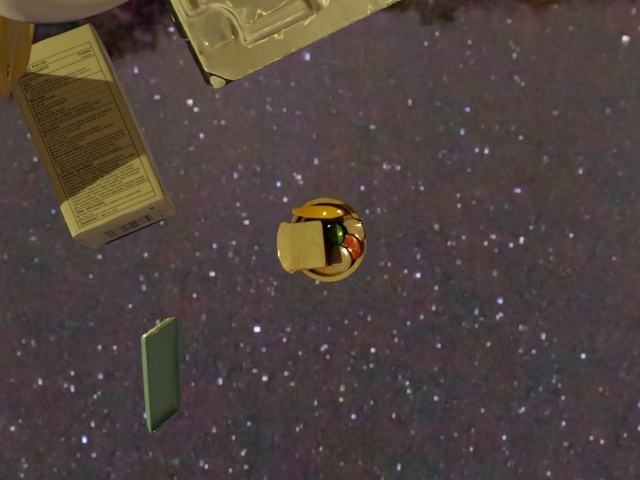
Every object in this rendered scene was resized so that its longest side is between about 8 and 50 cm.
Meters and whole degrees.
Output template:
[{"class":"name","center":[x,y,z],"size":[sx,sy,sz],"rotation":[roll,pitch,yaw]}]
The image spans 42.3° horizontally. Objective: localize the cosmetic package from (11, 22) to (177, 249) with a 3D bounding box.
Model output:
[{"class":"cosmetic package","center":[-0.348,-0.154,1.260],"size":[0.153,0.296,0.129],"rotation":[-23,172,-5]}]

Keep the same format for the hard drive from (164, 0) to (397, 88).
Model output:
[{"class":"hard drive","center":[-0.057,-0.320,0.643],"size":[0.237,0.339,0.064],"rotation":[-27,-160,-7]}]

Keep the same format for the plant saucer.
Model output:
[{"class":"plant saucer","center":[-0.232,0.195,1.202],"size":[0.018,0.192,0.067],"rotation":[26,-140,25]}]

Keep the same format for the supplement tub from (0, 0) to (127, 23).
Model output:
[{"class":"supplement tub","center":[-0.158,-0.283,0.360],"size":[0.316,0.228,0.228],"rotation":[50,-140,-2]}]

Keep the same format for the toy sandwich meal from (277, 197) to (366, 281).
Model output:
[{"class":"toy sandwich meal","center":[0.000,0.000,0.751],"size":[0.085,0.085,0.029],"rotation":[15,-169,20]}]

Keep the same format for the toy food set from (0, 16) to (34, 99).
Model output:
[{"class":"toy food set","center":[-0.296,-0.237,0.736],"size":[0.071,0.218,0.128],"rotation":[7,170,-9]}]
